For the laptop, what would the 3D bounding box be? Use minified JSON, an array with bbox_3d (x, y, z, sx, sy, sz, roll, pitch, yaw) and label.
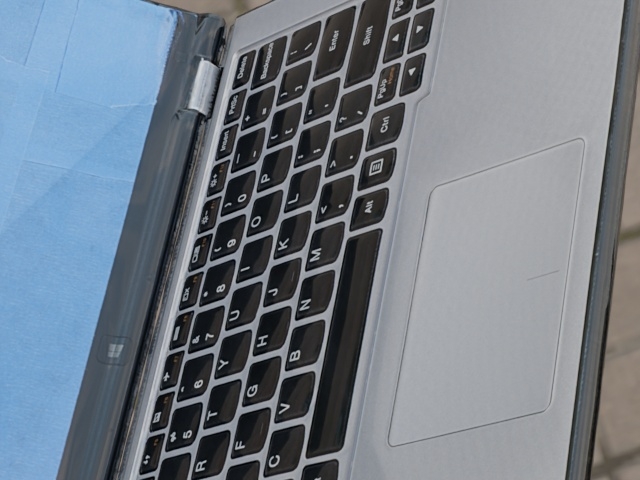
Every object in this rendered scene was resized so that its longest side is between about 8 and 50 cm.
[{"bbox_3d":[-0.110,-0.006,0.780,0.236,0.408,0.382,34,53,-35],"label":"laptop"}]
